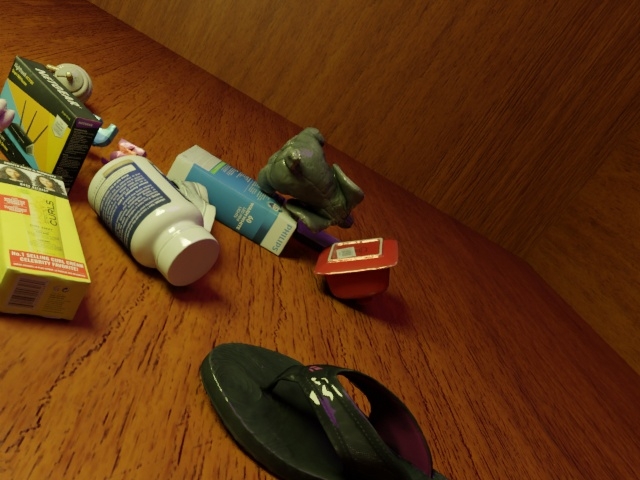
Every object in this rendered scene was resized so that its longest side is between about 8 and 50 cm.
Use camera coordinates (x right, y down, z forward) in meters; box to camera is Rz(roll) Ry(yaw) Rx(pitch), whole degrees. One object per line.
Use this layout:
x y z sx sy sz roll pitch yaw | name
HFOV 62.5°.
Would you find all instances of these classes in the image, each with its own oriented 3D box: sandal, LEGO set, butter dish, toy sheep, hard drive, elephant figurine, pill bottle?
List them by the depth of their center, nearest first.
0.071 0.233 0.591 0.446 0.107 0.167 35 18 5 | sandal
-0.232 -0.026 0.745 0.187 0.112 0.112 42 20 25 | pill bottle
-0.421 -0.173 0.875 0.227 0.093 0.087 28 -13 -1 | LEGO set
0.078 0.070 1.036 0.160 0.118 0.160 -6 18 9 | butter dish
0.007 -0.094 1.054 0.239 0.169 0.186 48 44 -15 | elephant figurine
-0.507 -0.315 1.065 0.091 0.091 0.132 27 -6 -20 | toy sheep
0.000 0.000 1.221 0.135 0.022 0.094 29 18 -11 | hard drive

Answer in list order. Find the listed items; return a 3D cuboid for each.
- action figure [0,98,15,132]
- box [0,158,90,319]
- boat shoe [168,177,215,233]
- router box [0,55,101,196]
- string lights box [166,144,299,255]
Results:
-0.417 -0.049 0.367 0.370 0.248 0.275 52 47 -28 | action figure
-0.335 -0.008 0.607 0.087 0.058 0.232 18 23 -41 | box
-0.230 -0.047 0.878 0.081 0.079 0.227 17 17 -25 | boat shoe
-0.408 -0.165 0.770 0.179 0.133 0.046 41 18 24 | router box
-0.170 -0.085 1.062 0.260 0.076 0.133 31 18 -7 | string lights box
